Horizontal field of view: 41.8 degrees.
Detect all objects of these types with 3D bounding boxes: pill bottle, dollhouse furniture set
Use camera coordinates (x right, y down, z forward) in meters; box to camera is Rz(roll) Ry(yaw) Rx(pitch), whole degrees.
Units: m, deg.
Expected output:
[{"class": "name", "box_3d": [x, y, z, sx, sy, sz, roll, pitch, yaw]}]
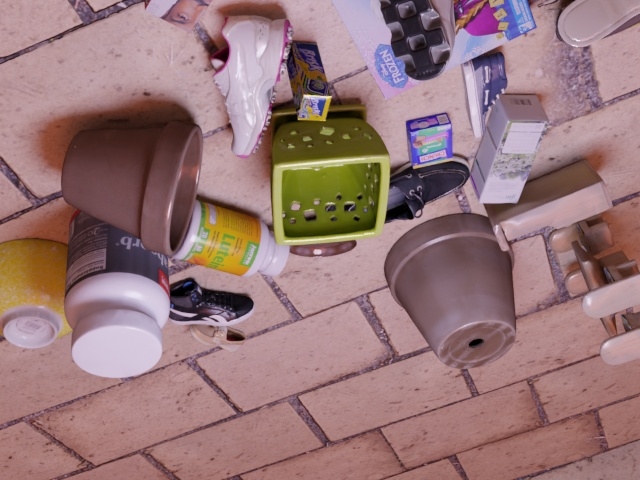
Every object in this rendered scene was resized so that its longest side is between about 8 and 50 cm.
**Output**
[{"class": "pill bottle", "box_3d": [-0.417, 0.087, 1.727, 0.210, 0.362, 0.210, -7, 138, -6]}, {"class": "dollhouse furniture set", "box_3d": [0.575, 0.055, 1.944, 0.257, 0.362, 0.394, -22, 111, 12]}, {"class": "pill bottle", "box_3d": [-0.198, 0.003, 1.855, 0.246, 0.136, 0.136, 17, 130, -28]}]

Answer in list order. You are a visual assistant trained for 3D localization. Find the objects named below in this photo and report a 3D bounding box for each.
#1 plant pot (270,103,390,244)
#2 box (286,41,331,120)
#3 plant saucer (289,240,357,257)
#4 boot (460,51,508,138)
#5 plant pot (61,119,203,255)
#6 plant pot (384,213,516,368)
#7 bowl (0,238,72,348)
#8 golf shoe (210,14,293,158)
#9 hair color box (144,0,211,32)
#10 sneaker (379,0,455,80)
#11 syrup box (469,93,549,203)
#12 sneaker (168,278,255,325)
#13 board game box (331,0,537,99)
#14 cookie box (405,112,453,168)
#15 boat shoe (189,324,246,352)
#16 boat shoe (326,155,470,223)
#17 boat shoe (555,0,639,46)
[{"class": "plant pot", "box_3d": [0.005, -0.145, 1.692, 0.228, 0.207, 0.227, -6, 138, -7]}, {"class": "box", "box_3d": [-0.024, -0.297, 1.550, 0.054, 0.168, 0.059, 1, 137, -15]}, {"class": "plant saucer", "box_3d": [0.000, 0.000, 1.940, 0.169, 0.029, 0.168, -2, 159, -1]}, {"class": "boot", "box_3d": [0.342, -0.293, 1.710, 0.086, 0.069, 0.190, -13, 136, 5]}, {"class": "plant pot", "box_3d": [-0.370, -0.118, 1.635, 0.229, 0.263, 0.263, 11, 135, 1]}, {"class": "plant pot", "box_3d": [0.342, 0.143, 2.024, 0.323, 0.280, 0.323, -7, 137, -7]}, {"class": "bowl", "box_3d": [-0.650, 0.150, 1.896, 0.290, 0.156, 0.289, -7, 138, -6]}, {"class": "golf shoe", "box_3d": [-0.146, -0.294, 1.587, 0.140, 0.115, 0.306, 14, 129, -8]}, {"class": "hair color box", "box_3d": [-0.221, -0.448, 1.431, 0.093, 0.053, 0.167, 21, 130, -32]}, {"class": "sneaker", "box_3d": [0.150, -0.444, 1.394, 0.123, 0.146, 0.330, -3, 118, 28]}, {"class": "syrup box", "box_3d": [0.403, -0.194, 1.812, 0.093, 0.096, 0.236, -1, 137, -11]}, {"class": "sneaker", "box_3d": [-0.270, 0.146, 2.033, 0.217, 0.079, 0.121, -6, 139, -5]}, {"class": "board game box", "box_3d": [0.195, -0.447, 1.516, 0.318, 0.065, 0.318, -25, 135, 13]}, {"class": "cookie box", "box_3d": [0.234, -0.212, 1.794, 0.092, 0.040, 0.107, -13, 138, 0]}, {"class": "boat shoe", "box_3d": [-0.260, 0.238, 2.151, 0.059, 0.063, 0.170, -39, 140, 23]}, {"class": "boat shoe", "box_3d": [0.175, -0.090, 1.857, 0.340, 0.113, 0.127, -11, 138, -1]}, {"class": "boat shoe", "box_3d": [0.595, -0.462, 1.571, 0.325, 0.097, 0.116, -28, 95, 12]}]
